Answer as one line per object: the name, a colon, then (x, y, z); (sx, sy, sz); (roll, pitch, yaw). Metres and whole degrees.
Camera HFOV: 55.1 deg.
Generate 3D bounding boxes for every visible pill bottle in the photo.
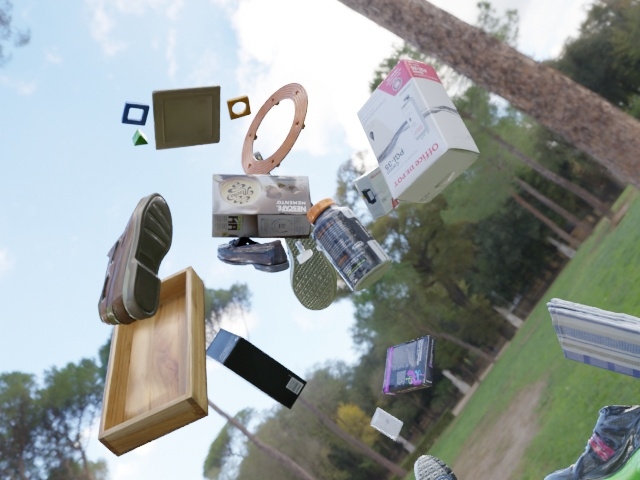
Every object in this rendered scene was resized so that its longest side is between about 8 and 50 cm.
pill bottle: (0.066, 0.003, 1.612); (0.130, 0.246, 0.130); (-33, -19, -13)

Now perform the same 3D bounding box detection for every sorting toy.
sorting toy: (-0.358, -0.335, 1.649); (0.347, 0.047, 0.196); (-10, -42, -21)

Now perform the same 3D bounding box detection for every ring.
ring: (-0.144, -0.349, 1.959); (0.032, 0.336, 0.337); (25, -77, -35)

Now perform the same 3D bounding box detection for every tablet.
tablet: (0.177, 0.491, 1.643); (0.006, 0.083, 0.054); (12, -79, -59)

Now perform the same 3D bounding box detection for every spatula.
spatula: (0.000, 0.000, 1.812); (0.168, 0.019, 0.242); (-34, 14, 0)

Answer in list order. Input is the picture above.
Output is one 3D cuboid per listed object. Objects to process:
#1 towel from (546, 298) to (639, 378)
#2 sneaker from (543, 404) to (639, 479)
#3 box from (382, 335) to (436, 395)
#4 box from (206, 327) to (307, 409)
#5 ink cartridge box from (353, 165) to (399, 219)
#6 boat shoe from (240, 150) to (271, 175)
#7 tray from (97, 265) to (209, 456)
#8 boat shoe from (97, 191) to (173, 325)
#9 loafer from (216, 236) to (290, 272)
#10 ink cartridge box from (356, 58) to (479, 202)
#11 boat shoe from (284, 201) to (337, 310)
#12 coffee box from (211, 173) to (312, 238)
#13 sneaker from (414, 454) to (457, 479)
towel: (0.631, 0.224, 1.375); (0.034, 0.209, 0.285); (-62, -38, -20)
sneaker: (0.725, 0.512, 1.466); (0.483, 0.185, 0.202); (-51, 14, 36)
box: (0.210, 0.299, 1.455); (0.162, 0.029, 0.116); (-35, 38, 54)
box: (-0.195, 0.380, 1.831); (0.103, 0.261, 0.184); (-56, 22, -13)
ink cartridge box: (0.223, -0.190, 2.437); (0.072, 0.175, 0.127); (-23, 9, 38)
boat shoe: (-0.216, -0.236, 2.661); (0.096, 0.324, 0.117); (-32, 19, 8)
tray: (-0.348, 0.240, 1.319); (0.202, 0.411, 0.076); (-25, -54, 6)
boat shoe: (-0.375, 0.027, 1.223); (0.308, 0.104, 0.111); (-89, -24, -44)
loafer: (-0.202, 0.024, 1.813); (0.109, 0.302, 0.095); (-19, -70, -41)
ink cartridge box: (0.230, -0.263, 1.499); (0.117, 0.283, 0.207); (2, -34, -38)
boat shoe: (-0.044, 0.050, 2.328); (0.156, 0.186, 0.501); (-82, -19, -58)
coffee box: (-0.179, -0.103, 1.859); (0.119, 0.296, 0.168); (103, 165, -51)
sneaker: (0.302, 0.686, 1.520); (0.110, 0.297, 0.129); (-10, -27, -24)
